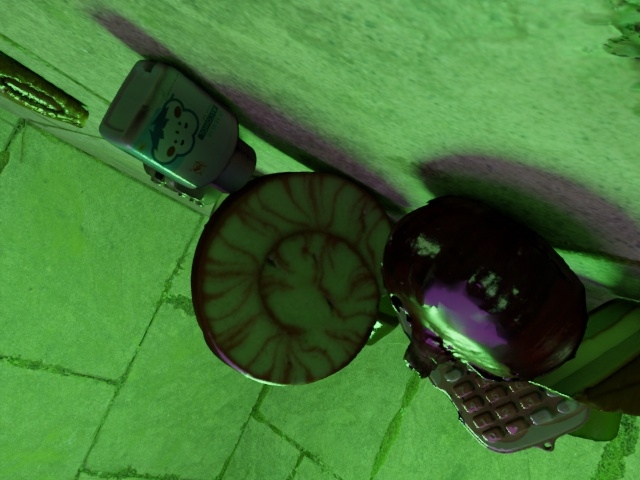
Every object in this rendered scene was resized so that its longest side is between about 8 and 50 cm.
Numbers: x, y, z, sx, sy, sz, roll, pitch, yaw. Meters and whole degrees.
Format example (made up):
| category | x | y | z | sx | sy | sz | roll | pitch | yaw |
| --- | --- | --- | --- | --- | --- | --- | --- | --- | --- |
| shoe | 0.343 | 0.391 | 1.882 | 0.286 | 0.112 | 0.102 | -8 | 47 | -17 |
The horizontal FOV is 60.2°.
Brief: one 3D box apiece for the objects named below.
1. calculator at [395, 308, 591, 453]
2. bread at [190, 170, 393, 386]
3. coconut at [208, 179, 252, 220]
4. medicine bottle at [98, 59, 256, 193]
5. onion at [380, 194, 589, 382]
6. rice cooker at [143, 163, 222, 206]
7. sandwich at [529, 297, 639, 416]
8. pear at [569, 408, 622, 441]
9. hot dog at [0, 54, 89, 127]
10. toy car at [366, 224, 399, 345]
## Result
| category | x | y | z | sx | sy | sz | roll | pitch | yaw |
| --- | --- | --- | --- | --- | --- | --- | --- | --- | --- |
| calculator | 0.259 | 0.173 | 0.849 | 0.048 | 0.220 | 0.330 | -15 | -108 | -58 |
| bread | -0.043 | 0.051 | 0.834 | 0.295 | 0.328 | 0.114 | 30 | 174 | -20 |
| coconut | -0.136 | -0.017 | 1.192 | 0.241 | 0.241 | 0.241 | 25 | 174 | 3 |
| medicine bottle | -0.174 | -0.136 | 0.725 | 0.094 | 0.119 | 0.188 | 26 | 176 | 42 |
| onion | 0.178 | 0.071 | 0.652 | 0.252 | 0.219 | 0.252 | 35 | 174 | 4 |
| rice cooker | -0.212 | -0.131 | 0.905 | 0.145 | 0.127 | 0.206 | 27 | -178 | -30 |
| sandwich | 0.345 | 0.129 | 0.689 | 0.187 | 0.144 | 0.117 | 18 | 177 | -30 |
| pear | 0.394 | 0.203 | 1.042 | 0.399 | 0.165 | 0.399 | 23 | -175 | -2 |
| hot dog | -0.610 | -0.319 | 1.158 | 0.083 | 0.068 | 0.289 | 48 | -170 | 29 |
| toy car | 0.084 | 0.102 | 1.038 | 0.204 | 0.198 | 0.248 | 26 | 142 | -13 |
